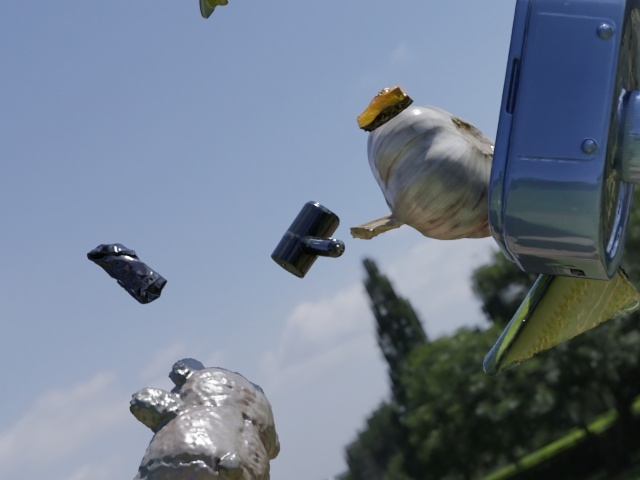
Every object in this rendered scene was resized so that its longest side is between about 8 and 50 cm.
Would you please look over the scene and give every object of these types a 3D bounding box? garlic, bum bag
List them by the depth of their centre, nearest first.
[{"bbox_3d":[-0.261,0.041,1.985,0.058,0.124,0.034,-31,-29,-36],"label":"bum bag"},{"bbox_3d":[0.143,-0.073,2.128,0.253,0.245,0.245,-44,-15,23],"label":"garlic"}]

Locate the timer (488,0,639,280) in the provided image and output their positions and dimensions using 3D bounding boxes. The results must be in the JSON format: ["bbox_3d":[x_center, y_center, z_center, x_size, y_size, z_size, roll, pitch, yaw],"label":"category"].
[{"bbox_3d":[0.335,-0.132,1.815,0.173,0.395,0.395,5,1,18],"label":"timer"}]

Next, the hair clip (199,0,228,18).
[{"bbox_3d":[-0.110,-0.392,2.076,0.188,0.033,0.060,-42,-38,-23],"label":"hair clip"}]

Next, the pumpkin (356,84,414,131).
[{"bbox_3d":[0.077,-0.166,1.825,0.073,0.035,0.101,-39,-4,6],"label":"pumpkin"}]

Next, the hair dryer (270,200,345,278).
[{"bbox_3d":[0.000,0.000,2.445,0.124,0.071,0.219,-56,18,-9],"label":"hair dryer"}]

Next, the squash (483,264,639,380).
[{"bbox_3d":[0.324,0.125,2.045,0.252,0.169,0.093,-55,31,-14],"label":"squash"}]

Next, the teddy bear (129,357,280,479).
[{"bbox_3d":[-0.138,0.261,1.802,0.151,0.236,0.267,-41,19,13],"label":"teddy bear"}]
